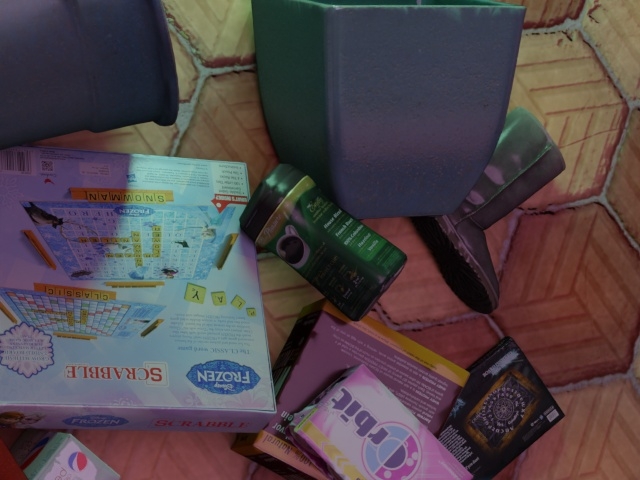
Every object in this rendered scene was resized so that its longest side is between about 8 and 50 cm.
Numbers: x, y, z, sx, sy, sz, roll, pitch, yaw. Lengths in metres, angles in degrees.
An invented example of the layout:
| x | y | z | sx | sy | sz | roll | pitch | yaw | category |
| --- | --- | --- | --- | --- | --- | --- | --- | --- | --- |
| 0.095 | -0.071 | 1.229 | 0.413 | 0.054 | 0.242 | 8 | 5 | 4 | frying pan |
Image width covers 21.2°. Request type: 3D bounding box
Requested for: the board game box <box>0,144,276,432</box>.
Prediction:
| x | y | z | sx | sy | sz | roll | pitch | yaw | category |
| --- | --- | --- | --- | --- | --- | --- | --- | --- | --- |
| -0.222 | 0.052 | 1.877 | 0.319 | 0.066 | 0.318 | 4 | 60 | -21 | board game box |

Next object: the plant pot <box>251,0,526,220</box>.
| x | y | z | sx | sy | sz | roll | pitch | yaw | category |
| --- | --- | --- | --- | --- | --- | --- | --- | --- | --- |
| 0.068 | -0.158 | 1.988 | 0.247 | 0.248 | 0.252 | -3 | 103 | -23 | plant pot |

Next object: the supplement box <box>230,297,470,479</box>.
| x | y | z | sx | sy | sz | roll | pitch | yaw | category |
| --- | --- | --- | --- | --- | --- | --- | --- | --- | --- |
| 0.032 | 0.198 | 1.983 | 0.191 | 0.129 | 0.194 | 29 | 76 | -9 | supplement box |

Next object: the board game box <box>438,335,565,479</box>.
| x | y | z | sx | sy | sz | roll | pitch | yaw | category |
| --- | --- | --- | --- | --- | --- | --- | --- | --- | --- |
| 0.201 | 0.222 | 2.119 | 0.186 | 0.026 | 0.126 | -37 | 99 | -20 | board game box |

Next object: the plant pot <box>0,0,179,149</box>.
| x | y | z | sx | sy | sz | roll | pitch | yaw | category |
| --- | --- | --- | --- | --- | --- | --- | --- | --- | --- |
| -0.362 | -0.229 | 1.780 | 0.334 | 0.341 | 0.341 | -20 | 94 | -15 | plant pot |

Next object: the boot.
| x | y | z | sx | sy | sz | roll | pitch | yaw | category |
| --- | --- | --- | --- | --- | --- | --- | --- | --- | --- |
| 0.226 | -0.038 | 2.134 | 0.208 | 0.076 | 0.189 | -38 | 108 | -30 | boot |

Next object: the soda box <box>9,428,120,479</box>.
| x | y | z | sx | sy | sz | roll | pitch | yaw | category |
| --- | --- | --- | --- | --- | --- | --- | --- | --- | --- |
| -0.284 | 0.249 | 1.816 | 0.074 | 0.216 | 0.069 | 42 | 73 | -14 | soda box |

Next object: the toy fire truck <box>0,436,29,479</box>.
| x | y | z | sx | sy | sz | roll | pitch | yaw | category |
| --- | --- | --- | --- | --- | --- | --- | --- | --- | --- |
| -0.350 | 0.351 | 1.736 | 0.302 | 0.254 | 0.169 | 59 | 30 | -10 | toy fire truck |

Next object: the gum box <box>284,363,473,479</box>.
| x | y | z | sx | sy | sz | roll | pitch | yaw | category |
| --- | --- | --- | --- | --- | --- | --- | --- | --- | --- |
| 0.061 | 0.233 | 1.884 | 0.188 | 0.062 | 0.107 | 46 | 74 | -4 | gum box |

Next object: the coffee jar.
| x | y | z | sx | sy | sz | roll | pitch | yaw | category |
| --- | --- | --- | --- | --- | --- | --- | --- | --- | --- |
| 0.000 | 0.000 | 1.907 | 0.184 | 0.096 | 0.079 | 39 | 48 | 3 | coffee jar |
